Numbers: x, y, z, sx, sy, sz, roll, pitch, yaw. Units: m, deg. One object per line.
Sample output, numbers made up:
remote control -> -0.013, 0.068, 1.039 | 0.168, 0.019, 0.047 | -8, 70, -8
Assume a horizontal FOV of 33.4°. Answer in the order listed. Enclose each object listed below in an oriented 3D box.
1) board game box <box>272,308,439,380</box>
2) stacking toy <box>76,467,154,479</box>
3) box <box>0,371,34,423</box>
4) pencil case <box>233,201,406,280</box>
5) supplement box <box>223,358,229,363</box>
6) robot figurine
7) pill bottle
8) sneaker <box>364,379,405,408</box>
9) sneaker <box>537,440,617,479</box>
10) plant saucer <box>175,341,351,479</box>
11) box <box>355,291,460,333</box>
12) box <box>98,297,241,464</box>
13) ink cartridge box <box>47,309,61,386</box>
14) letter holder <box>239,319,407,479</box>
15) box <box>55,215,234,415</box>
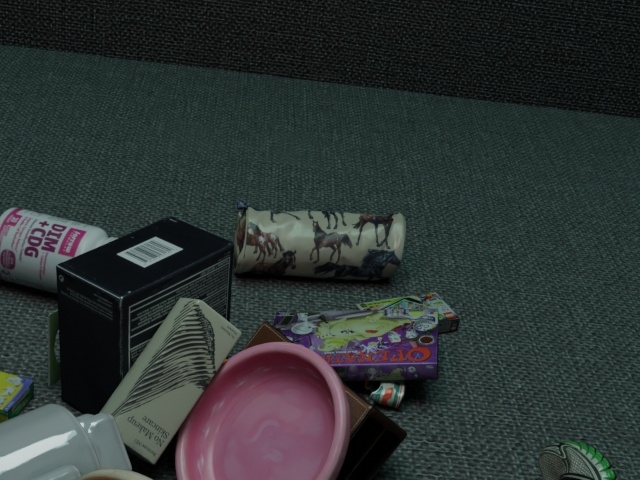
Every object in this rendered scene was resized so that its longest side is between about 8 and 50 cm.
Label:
board game box -> 0.067, 0.212, 2.174 | 0.347, 0.056, 0.208 | -2, 32, 7
stacking toy -> -0.355, 0.508, 1.253 | 0.351, 0.350, 0.480 | 28, 30, 32
box -> -0.629, 0.276, 1.954 | 0.179, 0.043, 0.105 | 11, 28, 9
pencil case -> 0.000, 0.000, 2.495 | 0.410, 0.160, 0.183 | 3, 44, -10
supplement box -> -0.196, 0.271, 2.016 | 0.062, 0.098, 0.036 | 3, 33, -11
robot figurine -> -0.471, 0.379, 1.632 | 0.353, 0.199, 0.300 | -20, -2, -33
pill bottle -> -0.548, 0.035, 2.284 | 0.283, 0.160, 0.160 | 13, 29, 9
sneaker -> 0.127, 0.272, 2.141 | 0.075, 0.057, 0.161 | 11, 31, -6
sneaker -> 0.435, 0.465, 1.796 | 0.146, 0.134, 0.343 | 1, 30, -11
plant saucer -> -0.088, 0.337, 1.787 | 0.332, 0.332, 0.084 | 38, -3, 42
box -> 0.192, 0.171, 2.364 | 0.207, 0.036, 0.114 | -7, 33, -26
box -> -0.264, 0.238, 1.844 | 0.113, 0.275, 0.094 | 40, -19, -24
ink cartridge box -> -0.465, 0.156, 2.077 | 0.056, 0.171, 0.235 | 22, 32, 25
letter holder -> -0.039, 0.327, 1.918 | 0.302, 0.214, 0.152 | 34, -6, 39
box -> -0.325, 0.151, 1.994 | 0.183, 0.294, 0.296 | 22, 31, 31
